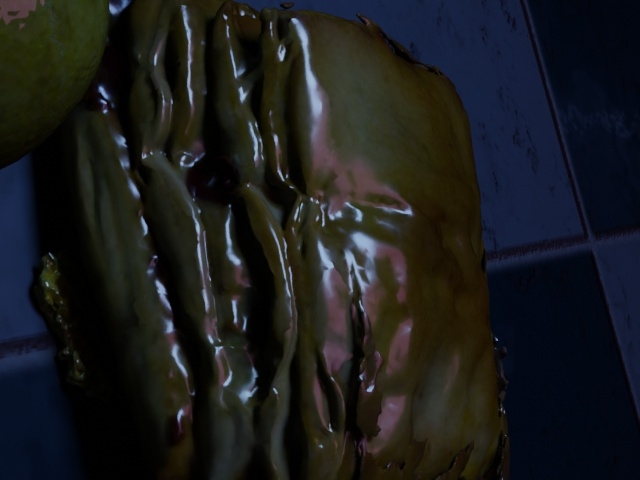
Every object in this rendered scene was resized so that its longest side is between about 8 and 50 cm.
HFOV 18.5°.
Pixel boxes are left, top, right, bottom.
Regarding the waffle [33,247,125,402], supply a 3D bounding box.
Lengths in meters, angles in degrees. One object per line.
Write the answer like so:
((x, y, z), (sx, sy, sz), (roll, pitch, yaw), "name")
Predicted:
((-0.123, 0.046, 1.056), (0.078, 0.016, 0.085), (4, 73, -59), "waffle")

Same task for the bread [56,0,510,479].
((0.000, 0.000, 1.106), (0.277, 0.167, 0.325), (10, 58, -57), "bread")

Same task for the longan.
((-0.174, -0.102, 0.940), (0.145, 0.176, 0.155), (35, 54, 14), "longan")
